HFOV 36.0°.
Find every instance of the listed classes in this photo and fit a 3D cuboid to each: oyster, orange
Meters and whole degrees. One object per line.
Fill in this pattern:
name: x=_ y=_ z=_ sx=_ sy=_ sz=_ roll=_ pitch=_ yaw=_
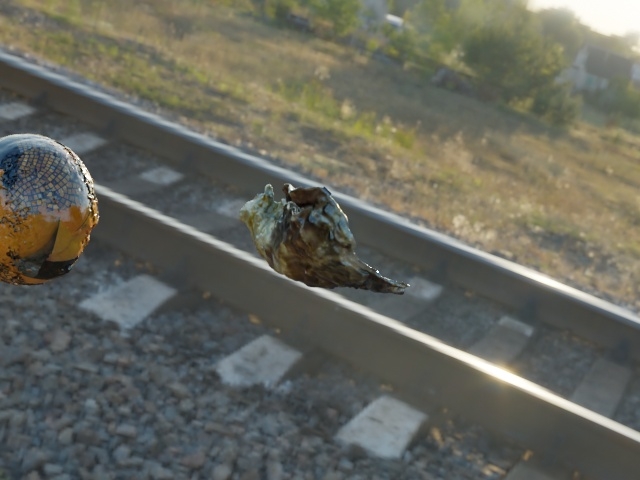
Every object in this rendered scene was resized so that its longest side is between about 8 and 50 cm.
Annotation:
oyster: x=-0.007 y=0.007 z=1.390 sx=0.100 sy=0.271 sz=0.275 roll=-37 pitch=79 yaw=-24
orange: x=-0.448 y=-0.048 z=1.491 sx=0.182 sy=0.234 sz=0.234 roll=-7 pitch=27 yaw=-42
